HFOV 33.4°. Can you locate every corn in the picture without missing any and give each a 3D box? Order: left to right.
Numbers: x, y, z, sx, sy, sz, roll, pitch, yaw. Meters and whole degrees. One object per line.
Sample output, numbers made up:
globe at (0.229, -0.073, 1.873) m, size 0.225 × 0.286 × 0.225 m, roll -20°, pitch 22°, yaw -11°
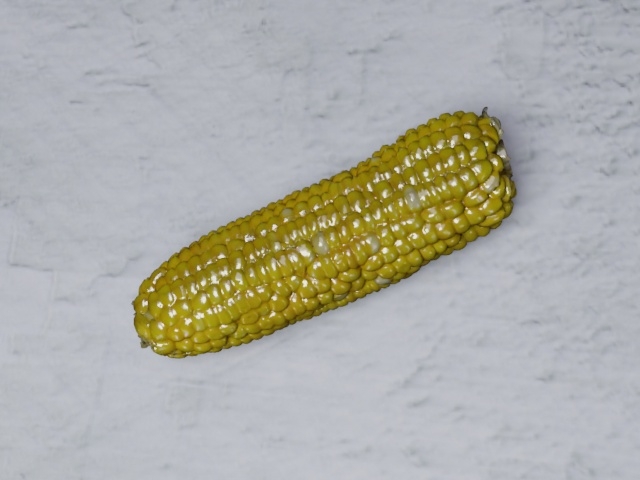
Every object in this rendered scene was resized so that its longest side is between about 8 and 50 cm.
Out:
corn at (0.002, 0.003, 0.802) m, size 0.313 × 0.102 × 0.102 m, roll -25°, pitch 71°, yaw 5°
